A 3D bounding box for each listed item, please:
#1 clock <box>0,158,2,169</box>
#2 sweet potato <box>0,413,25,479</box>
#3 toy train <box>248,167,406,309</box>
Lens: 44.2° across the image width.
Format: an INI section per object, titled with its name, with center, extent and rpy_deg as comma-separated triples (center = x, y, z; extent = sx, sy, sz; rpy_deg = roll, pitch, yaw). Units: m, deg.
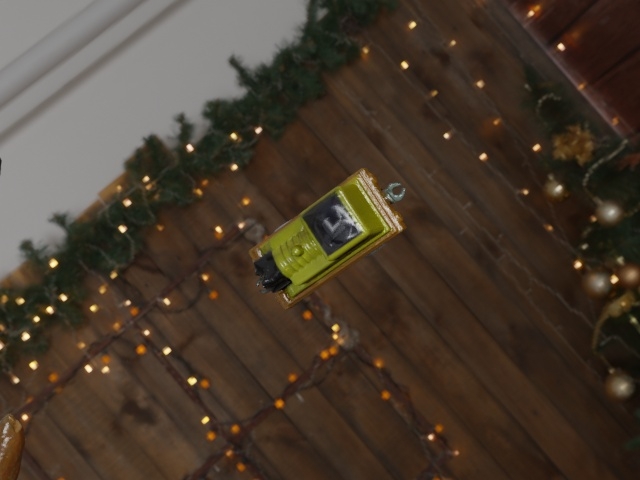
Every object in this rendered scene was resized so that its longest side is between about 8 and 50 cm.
[clock]
center = -0.400, -0.061, 0.932
extent = 0.085, 0.017, 0.085
rpy_deg = -163, 90, -77
[sweet potato]
center = -0.341, 0.268, 0.793
extent = 0.056, 0.056, 0.195
rpy_deg = -4, -71, -86
[toy train]
center = 0.000, 0.000, 0.897
extent = 0.219, 0.089, 0.127
rpy_deg = -34, -7, 19
